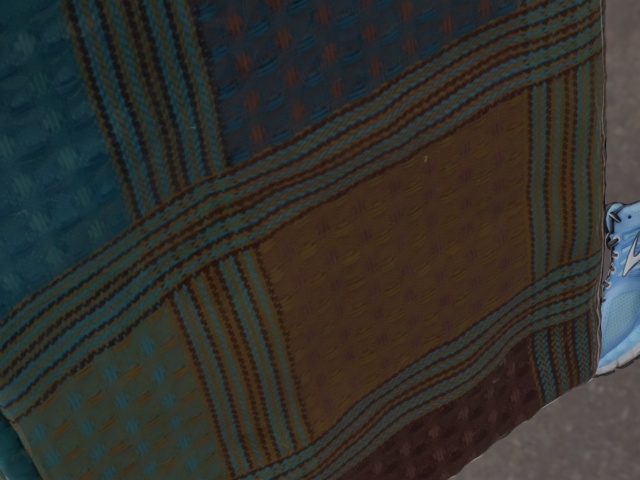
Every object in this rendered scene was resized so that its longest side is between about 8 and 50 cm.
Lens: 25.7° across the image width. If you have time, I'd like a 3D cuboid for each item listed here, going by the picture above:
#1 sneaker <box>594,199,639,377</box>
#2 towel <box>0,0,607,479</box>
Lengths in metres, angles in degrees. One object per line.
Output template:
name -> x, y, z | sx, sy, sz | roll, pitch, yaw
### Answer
sneaker -> 0.188, 0.011, 0.840 | 0.162, 0.073, 0.063 | -54, -3, -5
towel -> 0.000, 0.000, 0.491 | 0.271, 0.370, 0.040 | -33, 50, -16
